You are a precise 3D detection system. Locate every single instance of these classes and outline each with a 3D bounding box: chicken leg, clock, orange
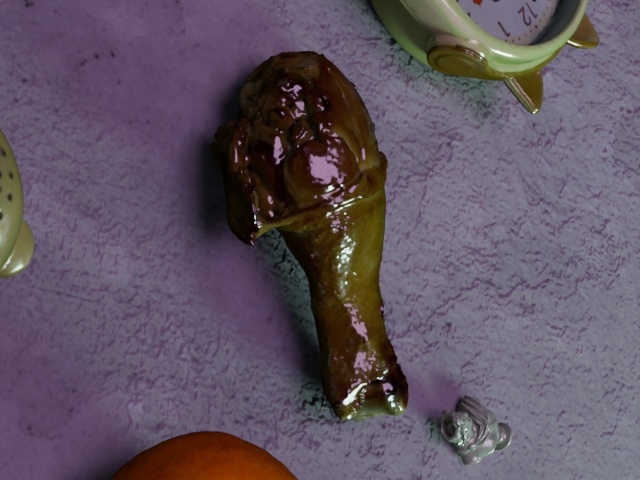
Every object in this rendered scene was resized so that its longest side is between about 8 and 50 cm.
[{"bbox_3d":[-0.004,-0.009,1.777,0.211,0.140,0.361,1,77,-46],"label":"chicken leg"},{"bbox_3d":[0.160,-0.307,1.978,0.286,0.117,0.348,-46,110,-34],"label":"clock"},{"bbox_3d":[-0.100,0.278,1.627,0.224,0.170,0.224,10,70,-27],"label":"orange"}]

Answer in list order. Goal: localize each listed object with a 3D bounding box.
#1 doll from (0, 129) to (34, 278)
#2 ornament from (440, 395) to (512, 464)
[{"bbox_3d":[-0.362,-0.027,1.491,0.260,0.161,0.177,-19,91,-36],"label":"doll"},{"bbox_3d":[0.156,0.196,1.924,0.092,0.041,0.068,-20,99,-48],"label":"ornament"}]
